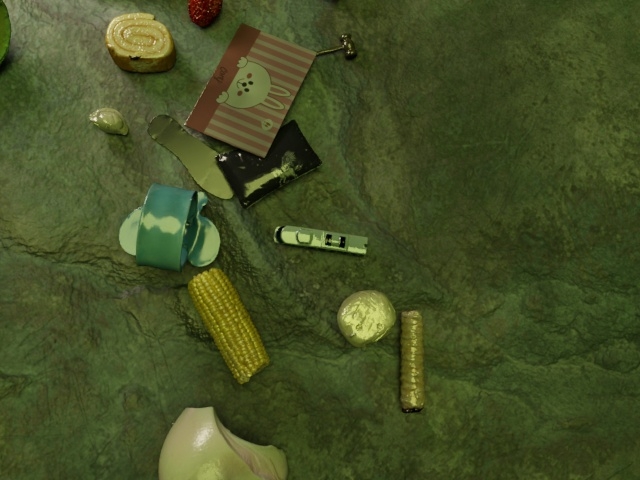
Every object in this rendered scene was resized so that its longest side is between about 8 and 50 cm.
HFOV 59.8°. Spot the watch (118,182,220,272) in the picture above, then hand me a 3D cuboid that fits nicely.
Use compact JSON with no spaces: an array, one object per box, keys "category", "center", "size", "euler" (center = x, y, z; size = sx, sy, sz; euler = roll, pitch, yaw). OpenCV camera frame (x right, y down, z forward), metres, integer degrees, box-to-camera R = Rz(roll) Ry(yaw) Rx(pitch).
[{"category":"watch","center":[-0.306,-0.034,1.126],"size":[0.211,0.193,0.211],"euler":[1,82,-9]}]

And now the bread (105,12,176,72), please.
[{"category":"bread","center":[-0.402,-0.445,1.245],"size":[0.149,0.073,0.122],"euler":[-1,78,-8]}]

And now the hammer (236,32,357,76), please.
[{"category":"hammer","center":[-0.057,-0.426,1.315],"size":[0.292,0.029,0.058],"euler":[-18,81,-8]}]

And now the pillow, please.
[{"category":"pillow","center":[-0.113,-0.174,1.246],"size":[0.208,0.055,0.141],"euler":[-28,79,-11]}]

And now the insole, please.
[{"category":"insole","center":[-0.283,-0.191,1.253],"size":[0.253,0.005,0.086],"euler":[43,77,1]}]

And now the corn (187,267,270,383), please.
[{"category":"corn","center":[-0.190,0.173,1.156],"size":[0.093,0.093,0.244],"euler":[-28,84,-11]}]

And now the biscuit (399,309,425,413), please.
[{"category":"biscuit","center":[0.201,0.263,1.209],"size":[0.055,0.061,0.219],"euler":[5,78,-28]}]

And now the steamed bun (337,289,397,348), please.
[{"category":"steamed bun","center":[0.095,0.165,1.196],"size":[0.130,0.091,0.112],"euler":[-34,84,-13]}]

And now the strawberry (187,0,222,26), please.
[{"category":"strawberry","center":[-0.268,-0.544,1.281],"size":[0.083,0.083,0.096],"euler":[10,114,-6]}]

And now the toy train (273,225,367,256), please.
[{"category":"toy train","center":[0.000,0.000,1.236],"size":[0.207,0.047,0.043],"euler":[8,78,-7]}]

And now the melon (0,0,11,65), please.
[{"category":"melon","center":[-0.779,-0.431,1.178],"size":[0.265,0.129,0.169],"euler":[-38,65,-9]}]

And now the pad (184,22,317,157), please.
[{"category":"pad","center":[-0.155,-0.348,1.269],"size":[0.202,0.005,0.300],"euler":[23,73,5]}]

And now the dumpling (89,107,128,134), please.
[{"category":"dumpling","center":[-0.463,-0.265,1.225],"size":[0.077,0.043,0.059],"euler":[11,57,-2]}]

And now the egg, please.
[{"category":"egg","center":[-0.199,0.457,1.072],"size":[0.271,0.162,0.206],"euler":[34,77,0]}]
